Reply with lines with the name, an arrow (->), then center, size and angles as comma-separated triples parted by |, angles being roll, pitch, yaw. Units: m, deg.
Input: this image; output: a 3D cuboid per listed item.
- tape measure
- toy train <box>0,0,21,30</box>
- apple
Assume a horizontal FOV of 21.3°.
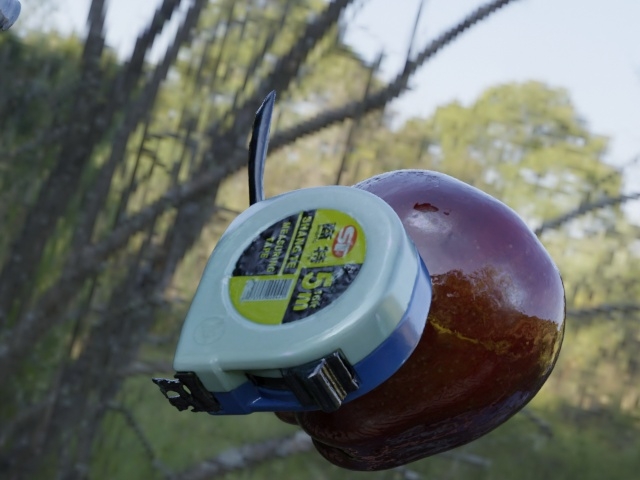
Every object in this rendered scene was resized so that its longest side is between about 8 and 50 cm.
tape measure -> 0.000, 0.000, 1.523 | 0.215, 0.351, 0.098 | -5, -41, 27
toy train -> -0.360, -0.312, 1.400 | 0.173, 0.249, 0.307 | -22, -47, 17
apple -> 0.083, 0.076, 1.711 | 0.288, 0.317, 0.288 | 55, -12, 17
